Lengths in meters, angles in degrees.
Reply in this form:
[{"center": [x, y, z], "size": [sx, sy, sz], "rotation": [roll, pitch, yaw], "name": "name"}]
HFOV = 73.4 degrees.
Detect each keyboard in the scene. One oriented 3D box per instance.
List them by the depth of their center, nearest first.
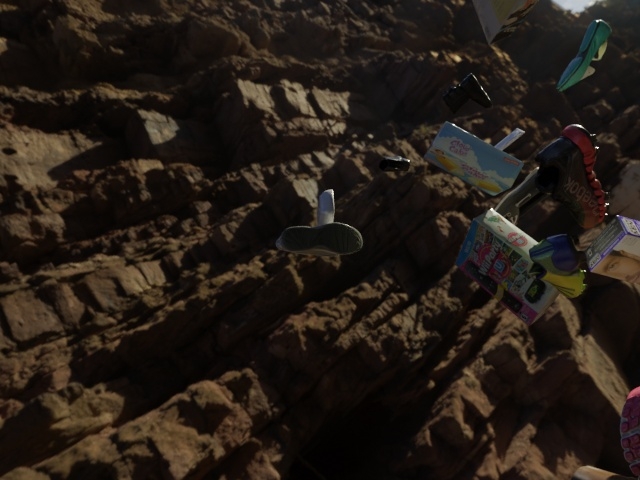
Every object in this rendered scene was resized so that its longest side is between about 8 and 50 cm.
[{"center": [0.669, -0.341, 1.666], "size": [0.256, 0.014, 0.072], "rotation": [-39, 13, 17], "name": "keyboard"}]

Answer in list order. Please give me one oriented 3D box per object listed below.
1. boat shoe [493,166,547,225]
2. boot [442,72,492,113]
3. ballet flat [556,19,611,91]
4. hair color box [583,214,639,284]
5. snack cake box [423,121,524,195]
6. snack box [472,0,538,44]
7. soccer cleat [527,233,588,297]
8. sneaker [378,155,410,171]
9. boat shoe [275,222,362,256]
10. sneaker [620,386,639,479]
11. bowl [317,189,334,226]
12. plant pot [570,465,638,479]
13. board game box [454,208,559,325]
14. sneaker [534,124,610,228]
[{"center": [0.695, -0.123, 1.485], "size": [0.335, 0.095, 0.112], "rotation": [-43, -29, -12], "name": "boat shoe"}, {"center": [0.414, -0.399, 1.217], "size": [0.099, 0.121, 0.045], "rotation": [-38, 16, 21], "name": "boot"}, {"center": [0.916, -0.621, 1.474], "size": [0.083, 0.087, 0.248], "rotation": [-79, 12, -73], "name": "ballet flat"}, {"center": [1.097, 0.055, 1.425], "size": [0.110, 0.338, 0.185], "rotation": [-74, -1, -47], "name": "hair color box"}, {"center": [0.469, -0.249, 1.338], "size": [0.089, 0.264, 0.152], "rotation": [-60, -5, -1], "name": "snack cake box"}, {"center": [0.362, -0.535, 0.839], "size": [0.060, 0.187, 0.322], "rotation": [-22, 3, 9], "name": "snack box"}, {"center": [0.558, 0.067, 1.019], "size": [0.121, 0.094, 0.289], "rotation": [-17, -32, 24], "name": "soccer cleat"}, {"center": [0.221, -0.242, 1.355], "size": [0.089, 0.051, 0.170], "rotation": [1, 12, -12], "name": "sneaker"}, {"center": [-0.001, 0.003, 1.571], "size": [0.320, 0.118, 0.103], "rotation": [-3, -9, -21], "name": "boat shoe"}, {"center": [0.554, 0.358, 0.644], "size": [0.120, 0.299, 0.112], "rotation": [-31, -5, 29], "name": "sneaker"}, {"center": [0.018, -0.111, 1.655], "size": [0.053, 0.142, 0.142], "rotation": [3, -39, -7], "name": "bowl"}, {"center": [0.756, 0.676, 1.106], "size": [0.167, 0.167, 0.165], "rotation": [-36, 4, -20], "name": "plant pot"}, {"center": [0.588, 0.082, 1.335], "size": [0.097, 0.303, 0.224], "rotation": [-26, -37, -24], "name": "board game box"}, {"center": [0.573, -0.123, 0.993], "size": [0.135, 0.098, 0.276], "rotation": [-31, -60, 7], "name": "sneaker"}]
